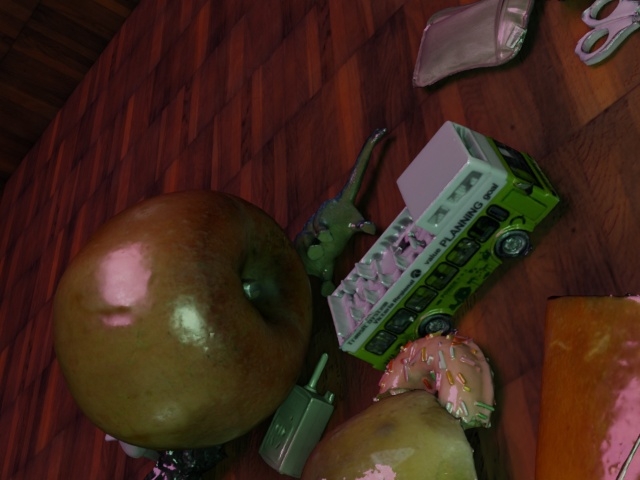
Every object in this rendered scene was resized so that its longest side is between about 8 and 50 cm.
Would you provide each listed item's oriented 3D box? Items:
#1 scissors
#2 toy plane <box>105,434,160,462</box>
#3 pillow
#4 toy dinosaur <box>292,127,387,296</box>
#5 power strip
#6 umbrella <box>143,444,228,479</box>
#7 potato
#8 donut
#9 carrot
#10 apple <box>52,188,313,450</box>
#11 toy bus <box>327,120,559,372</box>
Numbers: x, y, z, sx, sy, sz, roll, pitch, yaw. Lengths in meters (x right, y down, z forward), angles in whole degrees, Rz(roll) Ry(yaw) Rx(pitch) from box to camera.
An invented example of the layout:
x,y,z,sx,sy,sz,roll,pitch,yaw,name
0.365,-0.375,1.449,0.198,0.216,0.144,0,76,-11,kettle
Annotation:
x,y,z,sx,sy,sz,roll,pitch,yaw,name
0.362,-0.253,1.014,0.189,0.015,0.100,-9,57,54,scissors
-0.280,0.235,1.554,0.267,0.123,0.266,-19,55,28,toy plane
0.206,-0.281,1.261,0.233,0.038,0.130,-9,63,57,pillow
0.004,0.001,1.336,0.363,0.076,0.147,-56,20,15,toy dinosaur
-0.025,0.232,1.228,0.075,0.042,0.175,17,83,62,power strip
-0.232,0.355,1.388,0.336,0.128,0.154,-64,31,6,umbrella
0.044,0.299,0.943,0.239,0.116,0.299,47,123,50,potato
0.129,0.151,1.022,0.166,0.065,0.117,-10,61,54,donut
0.256,0.166,0.668,0.214,0.193,0.331,69,-152,-67,carrot
-0.184,0.107,1.221,0.305,0.338,0.338,-23,48,31,apple
0.124,0.015,1.059,0.301,0.139,0.113,-52,29,24,toy bus
